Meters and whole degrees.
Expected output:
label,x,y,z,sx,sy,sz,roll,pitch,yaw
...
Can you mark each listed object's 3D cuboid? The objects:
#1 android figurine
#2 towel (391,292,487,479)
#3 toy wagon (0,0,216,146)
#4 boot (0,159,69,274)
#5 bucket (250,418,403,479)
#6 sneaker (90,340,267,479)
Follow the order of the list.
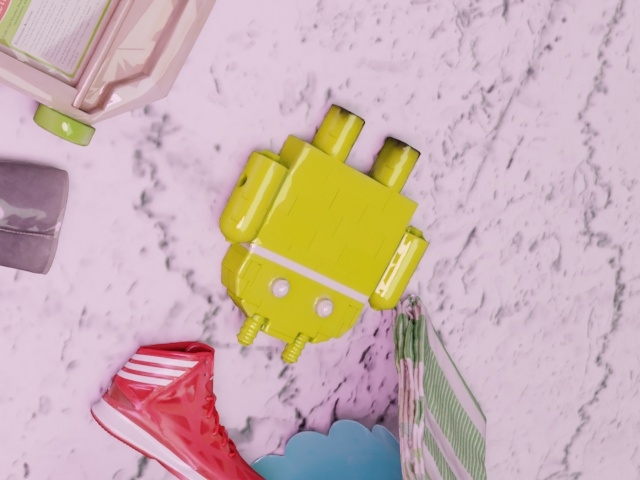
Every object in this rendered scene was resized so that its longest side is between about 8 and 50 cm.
label,x,y,z,sx,sy,sz,roll,pitch,yaw
android figurine,0.000,0.000,1.284,0.248,0.056,0.273,28,91,-34
towel,0.143,0.240,1.309,0.038,0.325,0.248,-20,124,15
toy wagon,-0.254,-0.252,1.042,0.344,0.068,0.267,26,93,-33
boot,-0.347,0.002,1.086,0.208,0.076,0.190,14,102,-39
bucket,0.021,0.356,1.298,0.281,0.281,0.183,-42,121,-10
sneaker,-0.116,0.187,1.250,0.221,0.087,0.128,35,87,-23
